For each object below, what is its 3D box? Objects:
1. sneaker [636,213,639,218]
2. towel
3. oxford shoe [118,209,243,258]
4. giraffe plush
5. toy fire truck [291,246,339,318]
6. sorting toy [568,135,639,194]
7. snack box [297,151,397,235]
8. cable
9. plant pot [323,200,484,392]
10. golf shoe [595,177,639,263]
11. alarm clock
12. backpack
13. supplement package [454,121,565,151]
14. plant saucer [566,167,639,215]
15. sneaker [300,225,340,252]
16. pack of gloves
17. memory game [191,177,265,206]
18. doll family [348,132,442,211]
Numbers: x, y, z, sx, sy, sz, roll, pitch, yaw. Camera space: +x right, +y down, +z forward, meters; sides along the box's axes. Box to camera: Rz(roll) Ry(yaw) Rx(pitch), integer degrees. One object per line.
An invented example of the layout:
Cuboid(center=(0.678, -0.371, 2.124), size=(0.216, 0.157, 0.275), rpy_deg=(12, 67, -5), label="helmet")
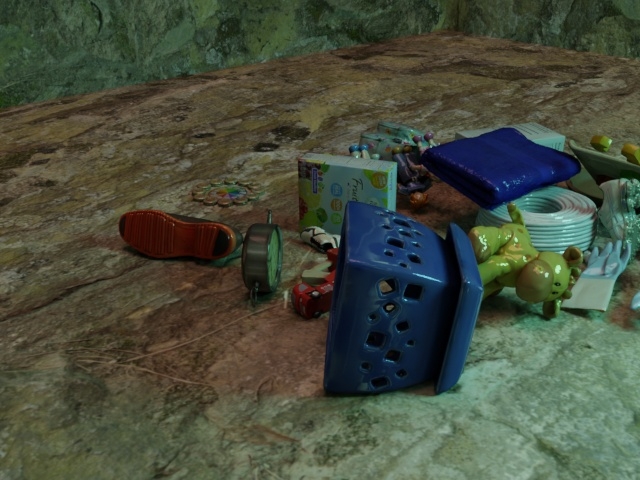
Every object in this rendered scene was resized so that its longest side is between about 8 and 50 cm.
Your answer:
Cuboid(center=(0.719, 0.009, 1.461), size=(0.152, 0.114, 0.305), rpy_deg=(-5, 16, 6), label="sneaker")
Cuboid(center=(0.397, -0.162, 1.617), size=(0.308, 0.076, 0.228), rpy_deg=(-17, 38, -36), label="towel")
Cuboid(center=(-0.294, -0.010, 1.540), size=(0.271, 0.097, 0.098), rpy_deg=(11, 8, 15), label="oxford shoe")
Cuboid(center=(0.359, 0.055, 1.292), size=(0.210, 0.181, 0.170), rpy_deg=(-37, 52, -26), label="giraffe plush")
Cuboid(center=(0.011, 0.076, 1.378), size=(0.192, 0.047, 0.135), rpy_deg=(-19, 31, -33), label="toy fire truck")
Cuboid(center=(0.646, -0.150, 1.584), size=(0.229, 0.041, 0.307), rpy_deg=(32, 3, 39), label="sorting toy")
Cuboid(center=(0.058, -0.092, 1.584), size=(0.207, 0.174, 0.070), rpy_deg=(8, 28, 19), label="snack box")
Cuboid(center=(0.467, -0.047, 1.582), size=(0.257, 0.089, 0.257), rpy_deg=(8, 27, 18), label="cable")
Cuboid(center=(0.126, 0.092, 1.141), size=(0.212, 0.236, 0.236), rpy_deg=(7, 26, 0), label="plant pot")
Cuboid(center=(0.603, -0.039, 1.479), size=(0.069, 0.176, 0.086), rpy_deg=(-7, 10, -41), label="golf shoe")
Cuboid(center=(-0.113, 0.046, 1.362), size=(0.064, 0.129, 0.192), rpy_deg=(1, 46, 6), label="alarm clock")
Cuboid(center=(0.190, -0.235, 1.908), size=(0.188, 0.144, 0.166), rpy_deg=(9, 5, 33), label="backpack")
Cuboid(center=(0.479, -0.210, 1.869), size=(0.244, 0.139, 0.134), rpy_deg=(-9, 27, -19), label="supplement package")
Cuboid(center=(0.746, -0.122, 1.793), size=(0.278, 0.041, 0.278), rpy_deg=(0, 26, 0), label="plant saucer")
Cuboid(center=(0.000, 0.000, 1.547), size=(0.109, 0.040, 0.044), rpy_deg=(14, 31, 29), label="sneaker")
Cuboid(center=(0.576, 0.076, 1.341), size=(0.195, 0.046, 0.232), rpy_deg=(-1, 32, 40), label="pack of gloves")
Cuboid(center=(-0.235, -0.125, 1.847), size=(0.186, 0.012, 0.186), rpy_deg=(0, 26, 0), label="memory game")
Cuboid(center=(0.189, -0.146, 1.743), size=(0.263, 0.118, 0.163), rpy_deg=(-11, 61, -5), label="doll family")
